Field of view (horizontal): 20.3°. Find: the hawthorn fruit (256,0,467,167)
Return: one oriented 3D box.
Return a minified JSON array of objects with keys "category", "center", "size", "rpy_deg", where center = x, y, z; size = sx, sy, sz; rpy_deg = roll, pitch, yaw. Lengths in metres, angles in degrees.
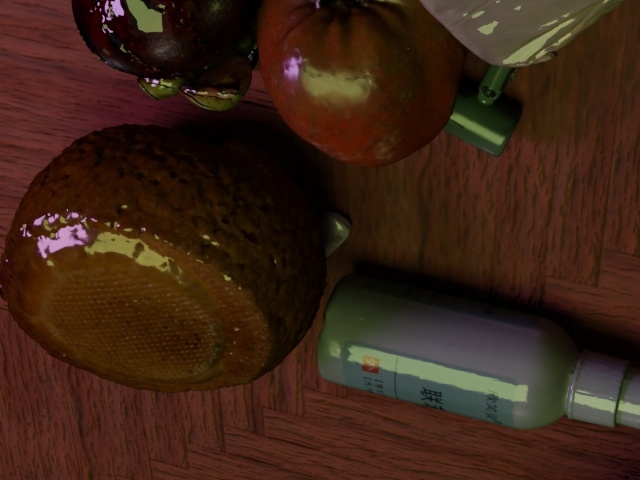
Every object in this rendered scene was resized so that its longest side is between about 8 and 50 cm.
[{"category":"hawthorn fruit","center":[0.037,-0.149,1.466],"size":[0.189,0.189,0.189],"rpy_deg":[14,136,14]}]

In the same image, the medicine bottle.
[{"category":"medicine bottle","center":[0.176,0.120,1.695],"size":[0.352,0.110,0.110],"rpy_deg":[13,136,16]}]

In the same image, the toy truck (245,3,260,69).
[{"category":"toy truck","center":[-0.077,-0.175,1.585],"size":[0.054,0.049,0.083],"rpy_deg":[34,139,-4]}]

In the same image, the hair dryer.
[{"category":"hair dryer","center":[0.150,-0.142,1.508],"size":[0.071,0.047,0.150],"rpy_deg":[27,131,2]}]

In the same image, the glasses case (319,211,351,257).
[{"category":"glasses case","center":[0.000,0.000,1.734],"size":[0.032,0.021,0.083],"rpy_deg":[38,137,-8]}]

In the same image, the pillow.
[{"category":"pillow","center":[0.184,-0.246,1.331],"size":[0.270,0.067,0.173],"rpy_deg":[-37,105,26]}]

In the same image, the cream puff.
[{"category":"cream puff","center":[-0.140,0.007,1.680],"size":[0.303,0.212,0.303],"rpy_deg":[9,138,8]}]

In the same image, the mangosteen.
[{"category":"mangosteen","center":[-0.122,-0.193,1.483],"size":[0.166,0.166,0.180],"rpy_deg":[-7,119,32]}]
